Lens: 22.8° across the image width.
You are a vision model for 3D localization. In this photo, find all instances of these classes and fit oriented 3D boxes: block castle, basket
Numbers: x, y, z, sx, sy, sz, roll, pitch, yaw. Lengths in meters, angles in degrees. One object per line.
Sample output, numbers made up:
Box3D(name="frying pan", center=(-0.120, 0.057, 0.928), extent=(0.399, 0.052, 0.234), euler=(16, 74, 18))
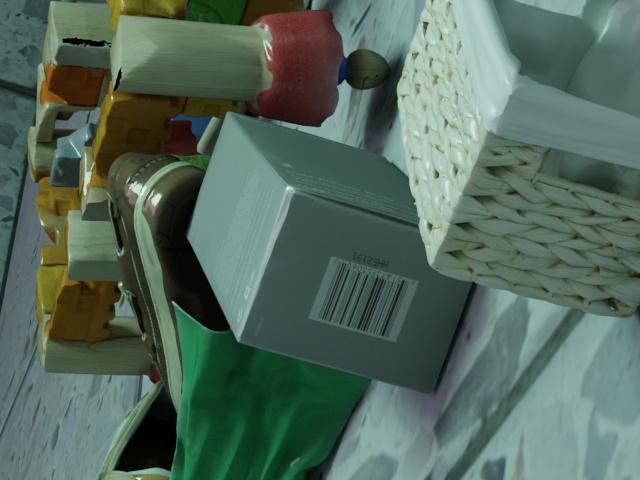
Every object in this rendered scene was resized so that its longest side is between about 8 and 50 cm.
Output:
Box3D(name="block castle", center=(-0.110, -0.103, 1.331), extent=(0.453, 0.213, 0.303), euler=(114, 152, -49))
Box3D(name="basket", center=(0.101, -0.057, 0.715), extent=(0.167, 0.113, 0.103), euler=(-96, 25, -54))

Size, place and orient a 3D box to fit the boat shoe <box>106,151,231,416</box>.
Box3D(name="boat shoe", center=(-0.101, 0.041, 1.181), extent=(0.095, 0.095, 0.257), euler=(27, 137, 38))

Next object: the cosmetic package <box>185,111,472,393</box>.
Box3D(name="cosmetic package", center=(0.000, 0.000, 0.985), extent=(0.238, 0.127, 0.107), euler=(-125, 52, -68))

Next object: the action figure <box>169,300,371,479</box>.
Box3D(name="action figure", center=(-0.053, 0.147, 1.081), extent=(0.063, 0.137, 0.232), euler=(-56, -15, -55))

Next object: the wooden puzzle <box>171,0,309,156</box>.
Box3D(name="wooden puzzle", center=(-0.096, -0.257, 1.654), extent=(0.322, 0.080, 0.348), euler=(124, 156, -49))

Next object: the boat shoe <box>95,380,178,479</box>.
Box3D(name="boat shoe", center=(-0.142, 0.227, 1.271), extent=(0.302, 0.113, 0.103), euler=(-98, 23, -58))
